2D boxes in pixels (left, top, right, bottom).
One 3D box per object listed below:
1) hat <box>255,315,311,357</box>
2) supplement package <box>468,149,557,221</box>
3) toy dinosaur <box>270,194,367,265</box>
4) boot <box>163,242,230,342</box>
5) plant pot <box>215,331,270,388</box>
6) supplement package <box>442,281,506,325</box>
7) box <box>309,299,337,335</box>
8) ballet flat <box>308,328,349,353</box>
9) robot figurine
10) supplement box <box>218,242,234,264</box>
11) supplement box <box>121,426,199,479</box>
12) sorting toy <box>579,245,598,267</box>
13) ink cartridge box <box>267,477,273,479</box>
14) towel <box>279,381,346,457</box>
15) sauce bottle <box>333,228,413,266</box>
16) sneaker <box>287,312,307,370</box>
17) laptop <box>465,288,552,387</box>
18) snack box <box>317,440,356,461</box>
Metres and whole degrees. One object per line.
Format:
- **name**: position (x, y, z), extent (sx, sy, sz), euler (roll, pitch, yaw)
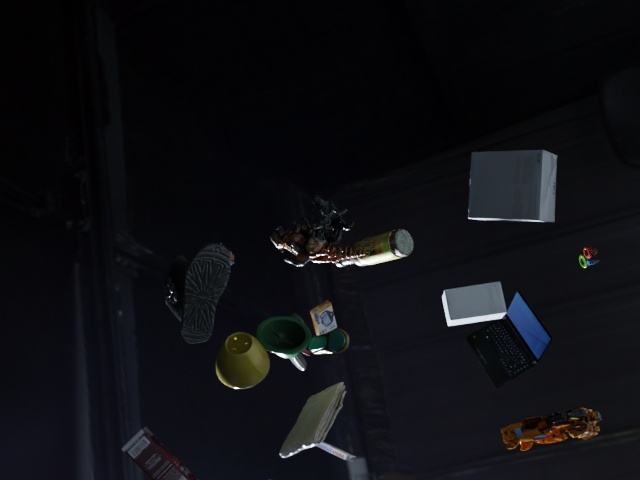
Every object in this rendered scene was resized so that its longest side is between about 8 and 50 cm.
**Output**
- **hat**: position (-0.119, 0.374, 2.175), extent (0.172, 0.209, 0.183), euler (-95, 12, -52)
- **supplement package**: position (0.546, -0.151, 1.844), extent (0.149, 0.203, 0.194), euler (1, -88, -55)
- **toy dinosaur**: position (0.000, 0.000, 2.080), extent (0.218, 0.322, 0.164), euler (-62, -12, -20)
- **boot**: position (-0.474, 0.138, 2.428), extent (0.445, 0.146, 0.366), euler (36, 109, 67)
- **plant pot**: position (-0.193, 0.276, 1.579), extent (0.095, 0.134, 0.134), euler (89, 180, -46)
- **supplement package**: position (0.492, 0.205, 2.095), extent (0.105, 0.180, 0.105), euler (73, -171, -72)
- **box**: position (0.013, 0.290, 2.348), extent (0.028, 0.081, 0.136), euler (31, 144, 49)
- **ballet flat**: position (0.046, 0.332, 2.124), extent (0.073, 0.232, 0.080), euler (14, -106, -29)
- **robot figurine**: position (0.730, 0.588, 2.029), extent (0.211, 0.291, 0.084), euler (23, -129, -46)
- **supplement box**: position (-0.377, 0.057, 2.528), extent (0.083, 0.043, 0.055), euler (43, -157, -38)
- **supplement box**: position (-0.424, 0.619, 1.769), extent (0.239, 0.073, 0.130), euler (45, 165, 2)
- **sorting toy**: position (0.990, 0.061, 2.387), extent (0.102, 0.042, 0.061), euler (87, 169, -53)
- **ink cartridge box**: position (-0.075, 0.724, 1.724), extent (0.207, 0.046, 0.097), euler (43, -166, -27)
- **towel**: position (-0.018, 0.596, 2.164), extent (0.049, 0.187, 0.282), euler (48, -142, -8)
- **sauce bottle**: position (0.194, 0.041, 2.519), extent (0.111, 0.345, 0.111), euler (18, -115, -42)
- **sneaker**: position (-0.088, 0.390, 2.537), extent (0.222, 0.118, 0.083), euler (57, 159, 15)
- **laptop**: position (0.674, 0.354, 2.349), extent (0.136, 0.264, 0.234), euler (47, -167, -48)
- **snack box**: position (0.037, 0.733, 2.289), extent (0.064, 0.178, 0.022), euler (33, -106, -50)
